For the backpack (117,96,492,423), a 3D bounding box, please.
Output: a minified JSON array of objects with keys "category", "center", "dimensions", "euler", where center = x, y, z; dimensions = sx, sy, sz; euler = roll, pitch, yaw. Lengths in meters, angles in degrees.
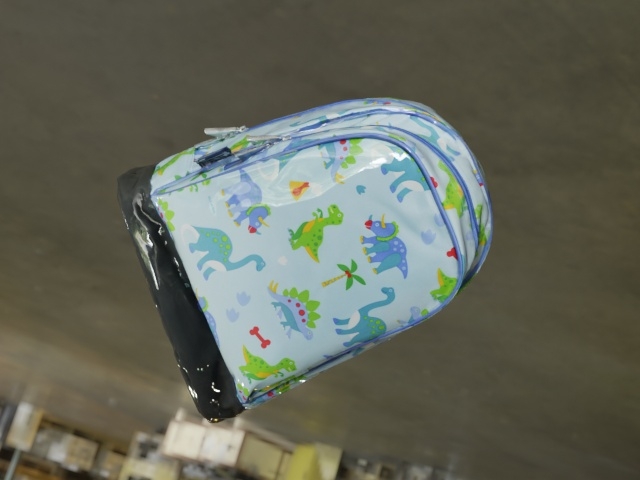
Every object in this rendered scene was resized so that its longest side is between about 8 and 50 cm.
[{"category":"backpack","center":[0.000,0.000,1.236],"dimensions":[0.355,0.290,0.273],"euler":[-20,-178,-3]}]
